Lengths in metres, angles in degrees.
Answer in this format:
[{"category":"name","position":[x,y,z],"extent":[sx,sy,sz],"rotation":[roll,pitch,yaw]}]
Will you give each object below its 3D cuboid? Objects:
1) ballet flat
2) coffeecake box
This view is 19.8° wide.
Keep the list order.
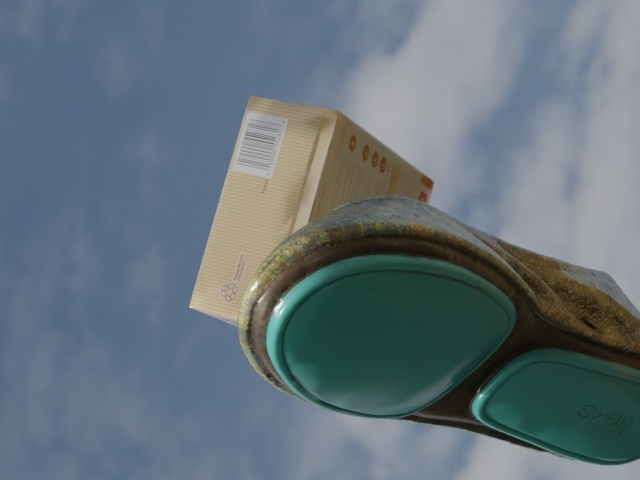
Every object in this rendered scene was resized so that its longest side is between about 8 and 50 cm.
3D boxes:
[{"category":"ballet flat","position":[0.065,0.036,0.940],"extent":[0.349,0.123,0.123],"rotation":[21,-95,-47]},{"category":"coffeecake box","position":[0.000,0.000,1.215],"extent":[0.185,0.068,0.142],"rotation":[29,-106,-64]}]
